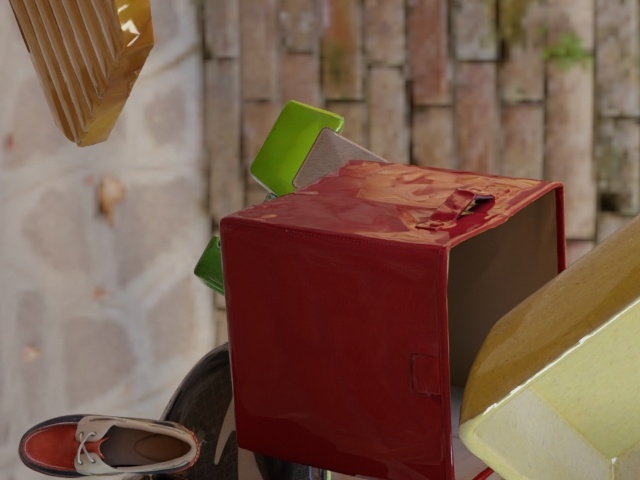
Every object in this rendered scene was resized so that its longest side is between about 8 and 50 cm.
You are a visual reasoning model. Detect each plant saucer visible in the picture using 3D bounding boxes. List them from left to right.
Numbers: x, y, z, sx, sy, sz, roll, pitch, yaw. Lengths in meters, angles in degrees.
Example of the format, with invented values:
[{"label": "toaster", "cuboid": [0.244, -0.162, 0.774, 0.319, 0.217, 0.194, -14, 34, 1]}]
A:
[{"label": "plant saucer", "cuboid": [0.266, 0.058, 1.164, 0.333, 0.333, 0.081, 43, 12, -53]}]

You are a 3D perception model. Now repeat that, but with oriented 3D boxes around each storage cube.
[{"label": "storage cube", "cuboid": [0.058, 0.059, 1.282, 0.184, 0.193, 0.215, -27, 120, -51]}]

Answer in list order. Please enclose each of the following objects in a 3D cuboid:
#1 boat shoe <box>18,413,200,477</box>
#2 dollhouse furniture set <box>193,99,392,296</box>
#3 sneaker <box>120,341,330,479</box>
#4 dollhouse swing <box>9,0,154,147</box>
[{"label": "boat shoe", "cuboid": [-0.158, 0.154, 1.284, 0.043, 0.137, 0.049, 109, -17, -84]}, {"label": "dollhouse furniture set", "cuboid": [0.000, 0.000, 1.692, 0.197, 0.151, 0.301, -61, 175, -5]}, {"label": "sneaker", "cuboid": [-0.138, 0.268, 1.321, 0.483, 0.185, 0.202, -61, 154, -29]}, {"label": "dollhouse swing", "cuboid": [-0.318, -0.247, 1.356, 0.347, 0.315, 0.305, 136, -51, -66]}]
